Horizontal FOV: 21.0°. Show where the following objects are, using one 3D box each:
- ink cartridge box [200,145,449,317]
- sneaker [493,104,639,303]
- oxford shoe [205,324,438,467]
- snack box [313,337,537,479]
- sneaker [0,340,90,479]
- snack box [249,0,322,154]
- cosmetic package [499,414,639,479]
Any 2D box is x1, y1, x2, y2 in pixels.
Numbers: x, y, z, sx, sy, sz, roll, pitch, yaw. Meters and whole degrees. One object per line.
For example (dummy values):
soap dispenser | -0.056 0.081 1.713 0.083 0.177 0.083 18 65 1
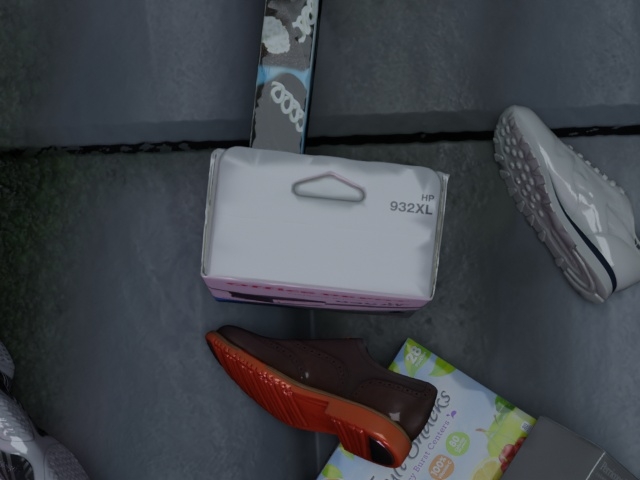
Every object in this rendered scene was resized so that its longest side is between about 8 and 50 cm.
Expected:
ink cartridge box | 0.000 0.000 1.740 0.223 0.307 0.129 6 84 0
sneaker | 0.274 -0.050 1.873 0.095 0.090 0.235 -30 90 -17
oxford shoe | -0.001 0.143 1.809 0.271 0.097 0.098 25 64 29
snack box | 0.108 0.235 1.839 0.174 0.070 0.207 34 83 3
sneaker | -0.397 0.217 1.791 0.210 0.137 0.366 -39 74 5
snack box | -0.031 -0.224 1.822 0.060 0.187 0.321 6 85 -1
cosmetic package | 0.227 0.316 1.794 0.107 0.127 0.238 32 87 45
